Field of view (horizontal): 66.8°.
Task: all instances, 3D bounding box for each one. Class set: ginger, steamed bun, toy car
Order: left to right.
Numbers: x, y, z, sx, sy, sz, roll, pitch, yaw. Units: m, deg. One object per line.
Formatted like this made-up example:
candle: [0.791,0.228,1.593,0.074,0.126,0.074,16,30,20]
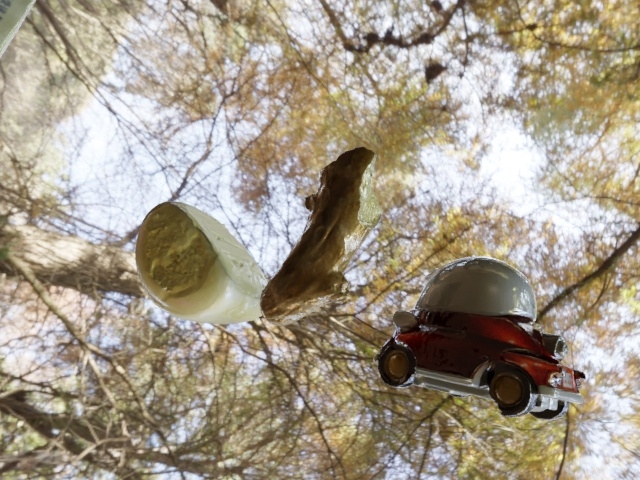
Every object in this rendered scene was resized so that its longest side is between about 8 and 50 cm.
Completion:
steamed bun: [-0.229,0.065,0.944,0.166,0.232,0.273,-43,-112,4]
ginger: [0.005,0.002,0.339,0.058,0.044,0.137,28,-92,0]
toy car: [0.122,0.068,0.369,0.139,0.112,0.112,0,-107,45]

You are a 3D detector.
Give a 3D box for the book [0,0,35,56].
book: [-0.319,-0.165,0.247,0.026,0.290,0.201,-14,-126,63]
